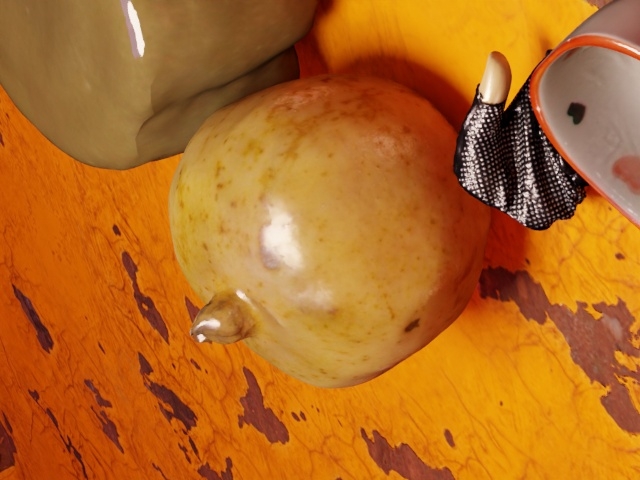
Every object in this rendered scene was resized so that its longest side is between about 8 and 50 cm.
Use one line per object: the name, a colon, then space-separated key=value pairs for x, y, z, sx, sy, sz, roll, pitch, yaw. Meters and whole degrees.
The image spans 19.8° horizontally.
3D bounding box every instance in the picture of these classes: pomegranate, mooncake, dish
pomegranate: x=0.000 y=0.000 z=1.851 sx=0.342 sy=0.342 sz=0.342 roll=42 pitch=149 yaw=32
mooncake: x=-0.213 y=-0.314 z=1.970 sx=0.467 sy=0.262 sz=0.467 roll=43 pitch=146 yaw=40
dish: x=0.296 y=-0.102 z=1.431 sx=0.256 sy=0.117 sz=0.256 roll=37 pitch=161 yaw=15

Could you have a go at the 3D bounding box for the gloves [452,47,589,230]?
gloves: x=0.207 y=-0.110 z=1.666 sx=0.129 sy=0.106 sz=0.181 roll=44 pitch=122 yaw=26
